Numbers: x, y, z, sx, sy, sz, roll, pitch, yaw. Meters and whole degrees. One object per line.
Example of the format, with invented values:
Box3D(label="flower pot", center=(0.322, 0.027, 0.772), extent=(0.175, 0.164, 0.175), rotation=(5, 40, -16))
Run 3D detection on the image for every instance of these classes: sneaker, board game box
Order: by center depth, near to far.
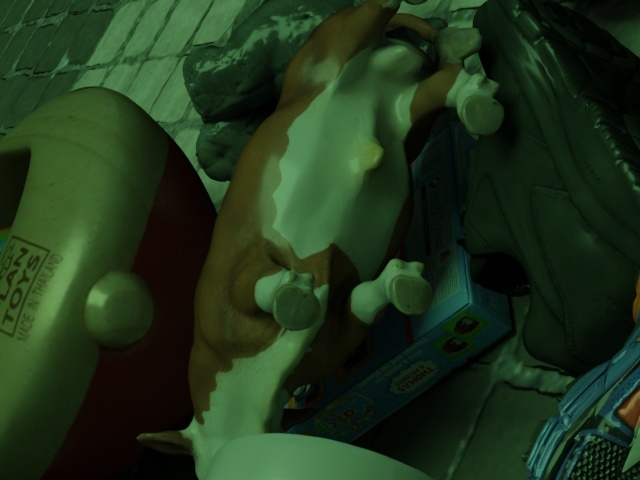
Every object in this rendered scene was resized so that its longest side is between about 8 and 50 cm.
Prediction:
Box3D(label="sneaker", center=(0.151, 0.076, 0.608), extent=(0.087, 0.083, 0.221), rotation=(23, 86, 48))
Box3D(label="sneaker", center=(0.118, -0.042, 0.795), extent=(0.130, 0.109, 0.286), rotation=(-54, 22, 25))
Box3D(label="board game box", center=(0.021, 0.045, 0.914), extent=(0.211, 0.039, 0.160), rotation=(-38, 33, 29))

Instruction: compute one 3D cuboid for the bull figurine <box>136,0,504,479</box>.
Box3D(label="bull figurine", center=(0.000, 0.000, 0.798), extent=(0.188, 0.101, 0.310), rotation=(-24, 48, 65))

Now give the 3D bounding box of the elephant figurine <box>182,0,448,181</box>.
Box3D(label="elephant figurine", center=(-0.002, -0.134, 1.038), extent=(0.186, 0.169, 0.239), rotation=(-10, 28, 17))

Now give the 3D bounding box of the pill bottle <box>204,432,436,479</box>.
Box3D(label="pill bottle", center=(-0.025, 0.237, 0.653), extent=(0.162, 0.162, 0.278), rotation=(-20, 44, 48))

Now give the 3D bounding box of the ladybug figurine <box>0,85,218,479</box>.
Box3D(label="ladybug figurine", center=(-0.180, 0.049, 1.055), extent=(0.305, 0.162, 0.449), rotation=(-67, 21, -6))
